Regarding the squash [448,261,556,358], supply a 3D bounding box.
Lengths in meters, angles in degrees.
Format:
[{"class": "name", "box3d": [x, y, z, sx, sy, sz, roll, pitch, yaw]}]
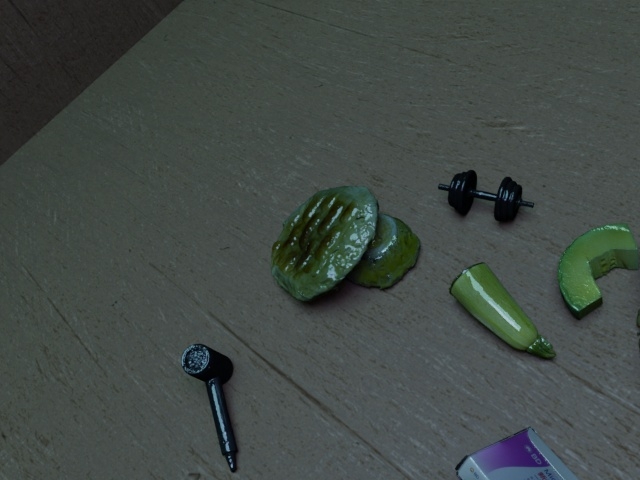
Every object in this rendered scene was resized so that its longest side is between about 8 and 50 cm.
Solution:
[{"class": "squash", "box3d": [0.355, 0.143, 1.152, 0.094, 0.094, 0.224, -38, 58, -7]}]

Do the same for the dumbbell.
[{"class": "dumbbell", "box3d": [0.354, -0.097, 1.305, 0.208, 0.099, 0.099, 15, 63, 28]}]

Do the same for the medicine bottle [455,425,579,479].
[{"class": "medicine bottle", "box3d": [0.335, 0.401, 0.939, 0.171, 0.052, 0.201, -6, 40, -35]}]

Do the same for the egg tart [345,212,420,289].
[{"class": "egg tart", "box3d": [0.118, 0.010, 1.336, 0.197, 0.078, 0.197, -13, 50, 17]}]

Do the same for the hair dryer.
[{"class": "hair dryer", "box3d": [-0.207, 0.334, 1.216, 0.070, 0.128, 0.255, -23, 62, 4]}]

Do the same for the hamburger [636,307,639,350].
[{"class": "hamburger", "box3d": [0.659, 0.098, 1.024, 0.211, 0.132, 0.308, 2, 58, 22]}]

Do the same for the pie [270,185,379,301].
[{"class": "pie", "box3d": [0.000, 0.000, 1.335, 0.306, 0.071, 0.306, -32, 40, 32]}]

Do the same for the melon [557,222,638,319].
[{"class": "melon", "box3d": [0.526, 0.052, 1.156, 0.209, 0.064, 0.118, -35, 50, -8]}]
